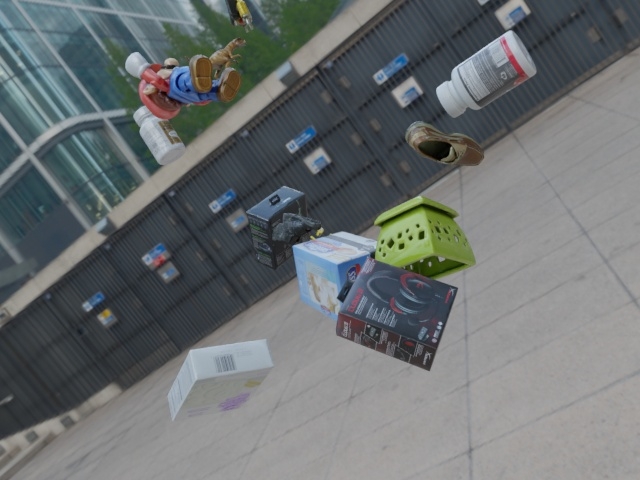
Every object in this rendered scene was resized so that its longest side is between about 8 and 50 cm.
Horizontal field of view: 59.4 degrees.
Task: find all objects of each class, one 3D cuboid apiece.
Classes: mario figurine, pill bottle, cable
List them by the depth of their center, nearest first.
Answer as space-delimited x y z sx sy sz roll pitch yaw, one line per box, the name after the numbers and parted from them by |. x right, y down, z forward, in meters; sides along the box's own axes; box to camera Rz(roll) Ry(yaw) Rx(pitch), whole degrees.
-0.338 -0.407 1.373 0.320 0.198 0.170 7 51 44 | mario figurine
-0.303 -0.859 1.933 0.072 0.288 0.139 -18 8 -12 | cable
0.578 -0.576 1.988 0.318 0.176 0.176 -30 8 32 | pill bottle
-0.671 -0.441 2.326 0.131 0.229 0.131 -33 -5 -3 | pill bottle

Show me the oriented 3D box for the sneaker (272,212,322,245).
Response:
-0.066 -0.023 1.546 0.170 0.089 0.051 18 12 42 | sneaker

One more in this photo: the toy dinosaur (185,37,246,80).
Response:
-0.282 -0.484 1.532 0.064 0.112 0.211 -1 35 45 | toy dinosaur

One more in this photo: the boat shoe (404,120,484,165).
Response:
0.453 -0.323 2.026 0.120 0.323 0.123 -103 33 -46 | boat shoe

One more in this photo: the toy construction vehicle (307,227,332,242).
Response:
0.000 0.000 2.297 0.098 0.085 0.035 -60 -28 10 | toy construction vehicle

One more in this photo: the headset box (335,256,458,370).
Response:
0.189 0.184 1.488 0.110 0.293 0.218 92 -157 -46 | headset box

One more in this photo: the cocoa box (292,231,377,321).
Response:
0.083 0.124 1.975 0.227 0.232 0.347 -15 17 -25 | cocoa box

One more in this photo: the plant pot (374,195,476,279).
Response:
0.307 -0.002 1.716 0.228 0.207 0.227 15 -30 -41 | plant pot

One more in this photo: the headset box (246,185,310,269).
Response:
-0.176 -0.064 2.422 0.131 0.283 0.246 22 45 32 | headset box

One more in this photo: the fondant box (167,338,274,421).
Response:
-0.307 0.425 1.693 0.238 0.096 0.330 -3 -33 -30 | fondant box
